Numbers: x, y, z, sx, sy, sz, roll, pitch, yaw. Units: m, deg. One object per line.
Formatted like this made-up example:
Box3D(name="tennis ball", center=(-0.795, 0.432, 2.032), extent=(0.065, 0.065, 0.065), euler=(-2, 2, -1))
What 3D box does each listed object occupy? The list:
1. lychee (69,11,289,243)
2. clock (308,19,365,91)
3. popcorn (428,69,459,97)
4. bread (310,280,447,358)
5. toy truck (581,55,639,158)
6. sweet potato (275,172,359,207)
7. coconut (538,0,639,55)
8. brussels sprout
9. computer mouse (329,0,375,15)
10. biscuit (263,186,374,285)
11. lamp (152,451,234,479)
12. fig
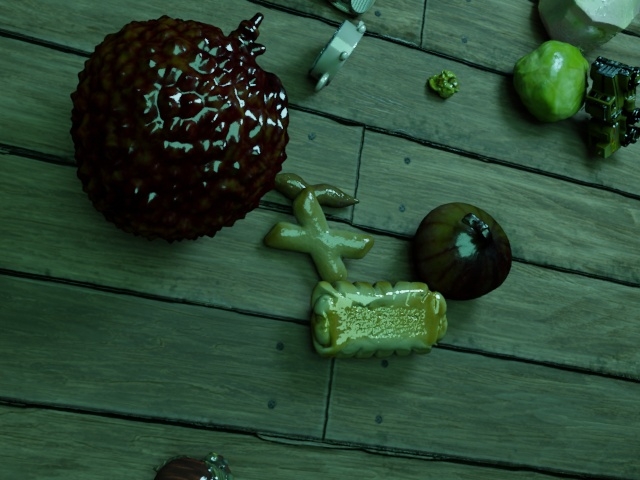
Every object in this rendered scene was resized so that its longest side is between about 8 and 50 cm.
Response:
Box3D(name="lychee", center=(-0.258, -0.234, 1.333), extent=(0.424, 0.424, 0.500), euler=(29, 94, -10))
Box3D(name="clock", center=(0.035, -0.442, 1.619), extent=(0.063, 0.155, 0.229), euler=(33, 68, -8))
Box3D(name="popcorn", center=(0.314, -0.396, 1.753), extent=(0.083, 0.068, 0.059), euler=(15, 28, 9))
Box3D(name="bread", center=(0.129, 0.176, 1.530), extent=(0.311, 0.121, 0.173), euler=(2, 88, -15))
Box3D(name="toy truck", center=(0.743, -0.343, 1.778), extent=(0.127, 0.257, 0.127), euler=(-37, 47, -19))
Box3D(name="sweet potato", center=(-0.014, -0.106, 1.587), extent=(0.218, 0.051, 0.065), euler=(16, 88, -15))
Box3D(name="coconut", center=(0.722, -0.626, 1.831), extent=(0.233, 0.245, 0.233), euler=(3, 80, -19))
Box3D(name="brussels sprout", center=(0.606, -0.411, 1.792), extent=(0.223, 0.161, 0.223), euler=(4, 80, -24))
Box3D(name="computer mouse", center=(0.099, -0.679, 1.732), extent=(0.145, 0.082, 0.237), euler=(29, 70, -11))
Box3D(name="biscuit", center=(-0.001, 0.001, 1.546), extent=(0.208, 0.047, 0.164), euler=(37, 90, -7))
Box3D(name="lamp", center=(-0.275, 0.501, 1.315), extent=(0.223, 0.215, 0.151), euler=(-51, 133, -51))
Box3D(name="fig", center=(0.328, 0.028, 1.593), extent=(0.235, 0.214, 0.235), euler=(-5, 99, -35))
